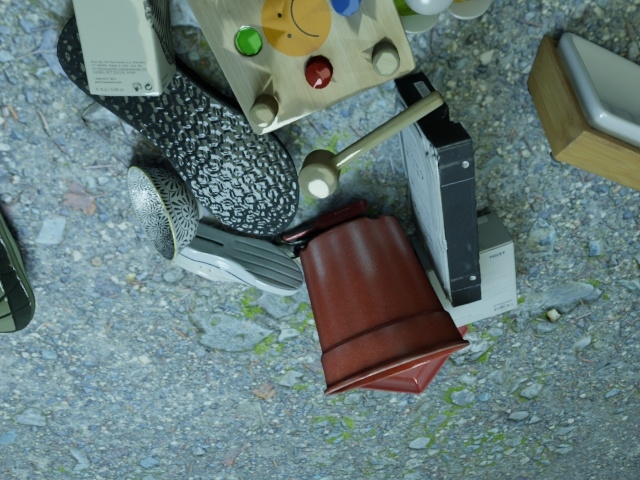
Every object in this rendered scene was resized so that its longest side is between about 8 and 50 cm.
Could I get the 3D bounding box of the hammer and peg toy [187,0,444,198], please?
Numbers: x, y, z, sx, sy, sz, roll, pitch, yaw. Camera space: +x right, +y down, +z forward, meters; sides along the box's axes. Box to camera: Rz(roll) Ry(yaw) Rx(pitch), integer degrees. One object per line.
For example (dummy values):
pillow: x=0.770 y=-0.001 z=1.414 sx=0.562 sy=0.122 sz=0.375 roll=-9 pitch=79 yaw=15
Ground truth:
hammer and peg toy: x=-0.002 y=-0.259 z=0.810 sx=0.266 sy=0.127 sz=0.361 roll=-21 pitch=115 yaw=14

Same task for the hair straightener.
hair straightener: x=0.000 y=0.000 z=1.137 sx=0.231 sy=0.047 sz=0.089 roll=-25 pitch=129 yaw=8

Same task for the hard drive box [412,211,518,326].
hard drive box: x=0.308 y=0.073 z=1.223 sx=0.181 sy=0.089 sz=0.232 roll=-19 pitch=137 yaw=3

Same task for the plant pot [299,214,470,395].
plant pot: x=0.094 y=0.112 z=1.071 sx=0.273 sy=0.264 sz=0.272 roll=-18 pitch=162 yaw=-6

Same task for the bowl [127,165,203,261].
bowl: x=-0.251 y=-0.057 z=0.988 sx=0.080 sy=0.170 sz=0.170 roll=-25 pitch=137 yaw=-30

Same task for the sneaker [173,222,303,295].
sneaker: x=-0.159 y=0.042 z=1.107 sx=0.258 sy=0.094 sz=0.091 roll=24 pitch=144 yaw=-10

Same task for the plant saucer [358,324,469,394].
plant saucer: x=0.182 y=0.261 z=1.393 sx=0.259 sy=0.047 sz=0.259 roll=11 pitch=125 yaw=-20

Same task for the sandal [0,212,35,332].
sandal: x=-0.569 y=0.032 z=1.024 sx=0.120 sy=0.086 sz=0.302 roll=-2 pitch=115 yaw=-4

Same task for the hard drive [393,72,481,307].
hard drive: x=0.198 y=-0.080 z=0.992 sx=0.064 sy=0.236 sz=0.338 roll=-16 pitch=131 yaw=2

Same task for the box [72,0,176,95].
box: x=-0.244 y=-0.325 z=0.710 sx=0.094 sy=0.113 sz=0.274 roll=1 pitch=124 yaw=-2

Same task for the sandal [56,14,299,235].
sandal: x=-0.192 y=-0.188 z=0.921 sx=0.168 sy=0.107 sz=0.446 roll=-36 pitch=115 yaw=19

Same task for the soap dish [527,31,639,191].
soap dish: x=0.491 y=-0.202 z=0.975 sx=0.291 sy=0.228 sz=0.118 roll=15 pitch=141 yaw=-23

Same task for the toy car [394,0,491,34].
toy car: x=0.172 y=-0.380 z=0.817 sx=0.182 sy=0.159 sz=0.136 roll=-16 pitch=96 yaw=1
